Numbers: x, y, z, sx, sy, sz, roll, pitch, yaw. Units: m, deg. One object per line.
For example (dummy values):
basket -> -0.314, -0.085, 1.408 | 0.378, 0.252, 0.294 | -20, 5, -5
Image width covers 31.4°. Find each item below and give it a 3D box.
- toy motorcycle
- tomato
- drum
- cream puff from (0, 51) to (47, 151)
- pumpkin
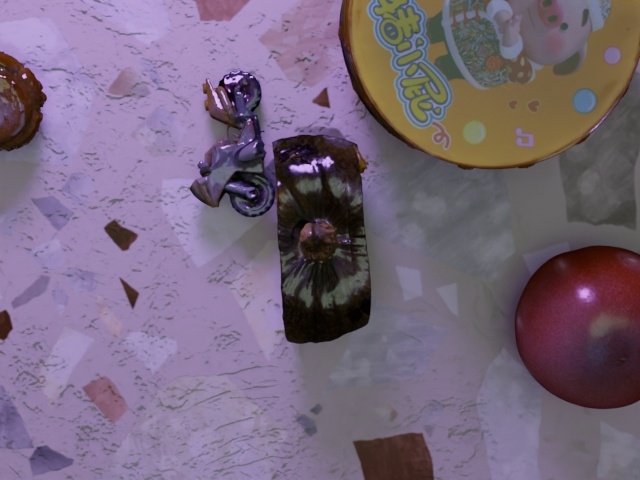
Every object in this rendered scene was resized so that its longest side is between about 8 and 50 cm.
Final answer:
toy motorcycle -> -0.145, -0.146, 1.751 | 0.130, 0.094, 0.229 | -7, 86, 2
tomato -> 0.426, 0.133, 1.741 | 0.256, 0.224, 0.255 | -1, 110, -3
drum -> 0.231, -0.311, 1.614 | 0.431, 0.214, 0.431 | 0, 99, -2
cream puff -> -0.492, -0.215, 1.713 | 0.150, 0.115, 0.165 | -16, 105, 5
pumpkin -> 0.000, 0.000, 1.705 | 0.139, 0.222, 0.317 | -1, 96, -4
